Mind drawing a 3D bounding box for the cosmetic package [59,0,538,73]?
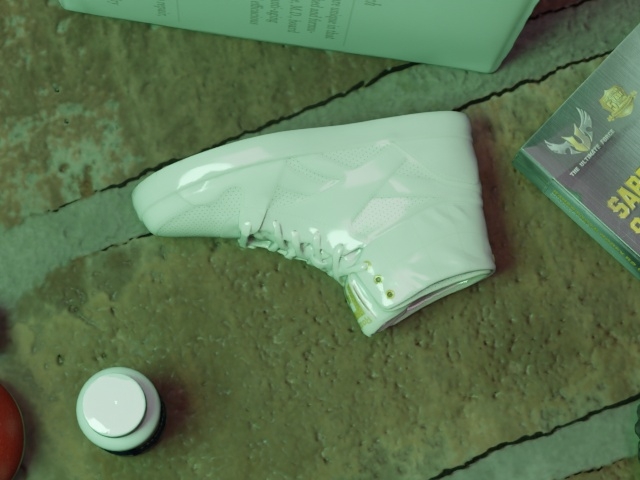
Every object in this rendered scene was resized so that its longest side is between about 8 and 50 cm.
[{"bbox_3d":[-0.006,-0.357,1.293,0.393,0.327,0.329,7,78,-1],"label":"cosmetic package"}]

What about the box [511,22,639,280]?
[{"bbox_3d":[0.309,-0.091,1.386,0.183,0.056,0.231,44,80,6],"label":"box"}]

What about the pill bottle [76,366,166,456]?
[{"bbox_3d":[-0.159,0.137,1.292,0.067,0.120,0.067,0,79,-1],"label":"pill bottle"}]

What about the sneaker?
[{"bbox_3d":[0.000,0.000,1.332,0.292,0.108,0.169,-11,76,-5],"label":"sneaker"}]

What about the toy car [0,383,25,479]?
[{"bbox_3d":[-0.342,0.149,1.225,0.210,0.238,0.219,-6,78,-3],"label":"toy car"}]

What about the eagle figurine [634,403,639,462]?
[{"bbox_3d":[0.368,0.214,1.267,0.226,0.225,0.298,-5,89,7],"label":"eagle figurine"}]
